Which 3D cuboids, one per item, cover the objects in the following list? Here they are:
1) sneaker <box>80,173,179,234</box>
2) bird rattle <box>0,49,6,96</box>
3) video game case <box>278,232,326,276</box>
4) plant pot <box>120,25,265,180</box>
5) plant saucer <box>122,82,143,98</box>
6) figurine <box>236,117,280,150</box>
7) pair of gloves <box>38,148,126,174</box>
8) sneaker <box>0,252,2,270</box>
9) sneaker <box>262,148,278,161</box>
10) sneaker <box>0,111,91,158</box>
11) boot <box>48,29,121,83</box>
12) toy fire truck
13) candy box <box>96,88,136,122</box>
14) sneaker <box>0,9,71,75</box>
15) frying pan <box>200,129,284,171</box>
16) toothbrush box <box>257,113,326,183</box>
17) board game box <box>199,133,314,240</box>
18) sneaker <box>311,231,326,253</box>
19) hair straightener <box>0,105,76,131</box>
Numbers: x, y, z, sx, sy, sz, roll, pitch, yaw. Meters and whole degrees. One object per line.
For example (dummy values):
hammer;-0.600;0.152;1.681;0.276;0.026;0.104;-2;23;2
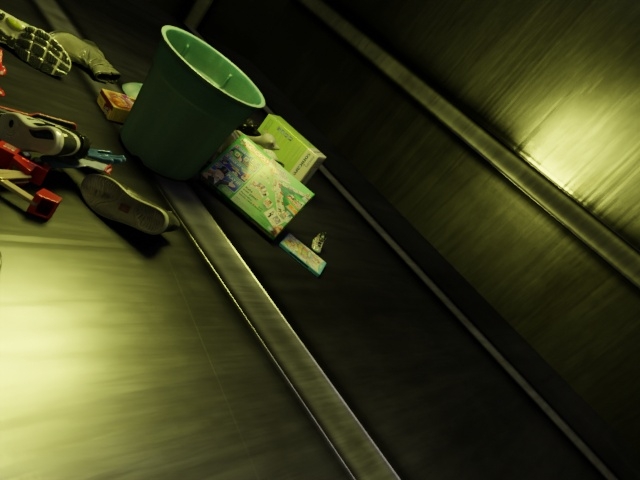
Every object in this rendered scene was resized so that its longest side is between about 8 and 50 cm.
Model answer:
sneaker;-0.442;-0.074;1.122;0.221;0.083;0.118;31;-2;2
bird rattle;-0.834;-0.381;1.053;0.253;0.143;0.207;39;27;-43
video game case;-0.058;0.047;1.613;0.166;0.015;0.119;40;19;-2
plant pot;-0.399;-0.381;1.429;0.341;0.334;0.341;36;22;-17
plant saucer;-0.639;-0.537;1.796;0.194;0.037;0.195;34;20;-14
figurine;-0.273;-0.398;1.785;0.209;0.093;0.214;19;-4;30
pair of gloves;-0.557;-0.192;1.138;0.159;0.023;0.198;11;19;-9
sneaker;-0.546;0.022;0.687;0.121;0.111;0.300;-1;38;-47
sneaker;-0.246;-0.281;1.871;0.118;0.110;0.292;50;29;7
sneaker;-0.600;-0.221;1.065;0.216;0.079;0.121;20;8;25
boot;-0.794;-0.611;1.621;0.161;0.083;0.246;47;22;4
toy fire truck;-0.608;-0.131;0.956;0.192;0.047;0.135;31;21;-25
candy box;-0.605;-0.418;1.550;0.186;0.053;0.109;3;40;-52
sneaker;-0.867;-0.598;1.431;0.275;0.107;0.110;34;11;-15
frying pan;-0.297;-0.281;1.653;0.326;0.197;0.053;33;-18;-13
toothbrush box;-0.154;-0.365;2.045;0.283;0.206;0.122;42;19;8
board game box;-0.206;-0.177;1.581;0.317;0.046;0.213;41;64;1
sneaker;0.000;0.000;1.736;0.038;0.069;0.098;32;21;-20
hair straightener;-0.689;-0.278;1.127;0.230;0.047;0.089;18;29;-46
